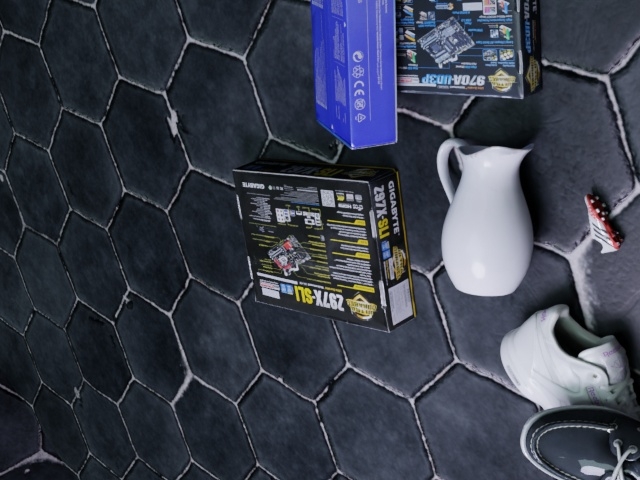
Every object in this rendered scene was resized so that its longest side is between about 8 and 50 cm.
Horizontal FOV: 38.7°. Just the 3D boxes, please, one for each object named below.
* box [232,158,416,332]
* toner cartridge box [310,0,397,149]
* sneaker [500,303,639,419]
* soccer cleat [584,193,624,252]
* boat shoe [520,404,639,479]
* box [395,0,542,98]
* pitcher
[{"bbox_3d":[0.000,0.000,1.539,0.322,0.079,0.257,8,116,43],"label":"box"},{"bbox_3d":[0.044,-0.320,1.291,0.165,0.075,0.348,-128,32,-62],"label":"toner cartridge box"},{"bbox_3d":[0.377,0.222,1.235,0.305,0.114,0.152,50,137,15],"label":"sneaker"},{"bbox_3d":[0.364,-0.021,1.196,0.035,0.029,0.083,-31,91,44],"label":"soccer cleat"},{"bbox_3d":[0.408,0.282,1.149,0.302,0.091,0.114,9,92,4],"label":"boat shoe"},{"bbox_3d":[0.187,-0.286,1.229,0.220,0.051,0.175,11,116,42],"label":"box"},{"bbox_3d":[0.220,-0.038,1.280,0.178,0.125,0.207,24,116,61],"label":"pitcher"}]
